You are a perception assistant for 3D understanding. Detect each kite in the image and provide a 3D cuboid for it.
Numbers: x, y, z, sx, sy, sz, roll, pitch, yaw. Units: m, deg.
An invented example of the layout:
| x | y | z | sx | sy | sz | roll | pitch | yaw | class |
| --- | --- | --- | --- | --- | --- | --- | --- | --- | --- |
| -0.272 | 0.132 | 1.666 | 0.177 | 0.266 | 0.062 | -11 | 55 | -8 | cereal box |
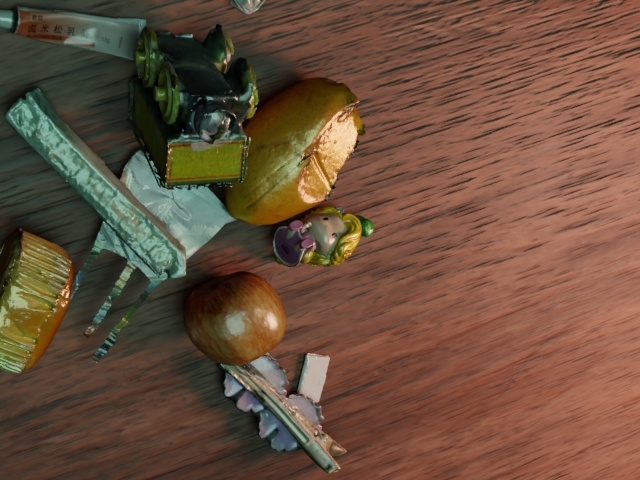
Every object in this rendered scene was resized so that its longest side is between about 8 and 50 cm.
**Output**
| x | y | z | sx | sy | sz | roll | pitch | yaw | class |
| --- | --- | --- | --- | --- | --- | --- | --- | --- | --- |
| -0.281 | 0.020 | 1.776 | 0.169 | 0.015 | 0.310 | 40 | 87 | -19 | kite |

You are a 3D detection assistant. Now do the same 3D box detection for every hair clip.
| x | y | z | sx | sy | sz | roll | pitch | yaw | class |
| --- | --- | --- | --- | --- | --- | --- | --- | --- | --- |
| -0.066 | 0.271 | 1.949 | 0.106 | 0.084 | 0.292 | -38 | 114 | 10 | hair clip |

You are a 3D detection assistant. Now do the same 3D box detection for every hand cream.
| x | y | z | sx | sy | sz | roll | pitch | yaw | class |
| --- | --- | --- | --- | --- | --- | --- | --- | --- | --- |
| -0.344 | -0.286 | 1.673 | 0.216 | 0.038 | 0.052 | 4 | 133 | -27 | hand cream |

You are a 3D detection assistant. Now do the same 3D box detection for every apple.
| x | y | z | sx | sy | sz | roll | pitch | yaw | class |
| --- | --- | --- | --- | --- | --- | --- | --- | --- | --- |
| -0.126 | 0.116 | 1.833 | 0.146 | 0.146 | 0.131 | -30 | 105 | -10 | apple |

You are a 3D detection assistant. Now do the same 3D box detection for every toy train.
| x | y | z | sx | sy | sz | roll | pitch | yaw | class |
| --- | --- | --- | --- | --- | --- | --- | --- | --- | --- |
| -0.174 | -0.185 | 1.656 | 0.134 | 0.261 | 0.177 | -5 | 123 | -20 | toy train |

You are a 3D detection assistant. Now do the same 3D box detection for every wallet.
| x | y | z | sx | sy | sz | roll | pitch | yaw | class |
| --- | --- | --- | --- | --- | --- | --- | --- | --- | --- |
| -0.013 | 0.224 | 1.992 | 0.044 | 0.011 | 0.083 | 8 | 104 | -25 | wallet |

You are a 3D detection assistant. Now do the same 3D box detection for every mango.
| x | y | z | sx | sy | sz | roll | pitch | yaw | class |
| --- | --- | --- | --- | --- | --- | --- | --- | --- | --- |
| -0.044 | -0.127 | 1.795 | 0.252 | 0.126 | 0.154 | -48 | 120 | 0 | mango |

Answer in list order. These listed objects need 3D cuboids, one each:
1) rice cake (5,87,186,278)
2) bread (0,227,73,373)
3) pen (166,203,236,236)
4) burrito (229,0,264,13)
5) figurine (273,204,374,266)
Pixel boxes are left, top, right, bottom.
| x | y | z | sx | sy | sz | roll | pitch | yaw | class |
| --- | --- | --- | --- | --- | --- | --- | --- | --- | --- |
| -0.306 | -0.071 | 1.712 | 0.063 | 0.066 | 0.336 | -39 | 108 | 4 | rice cake |
| -0.417 | 0.087 | 1.711 | 0.114 | 0.132 | 0.190 | 27 | 100 | -27 | bread |
| -0.155 | -0.037 | 1.834 | 0.269 | 0.033 | 0.033 | -19 | 114 | -16 | pen |
| -0.073 | -0.415 | 1.724 | 0.064 | 0.064 | 0.203 | 22 | 96 | -27 | burrito |
| 0.000 | 0.000 | 1.891 | 0.156 | 0.115 | 0.095 | -21 | 82 | -35 | figurine |
